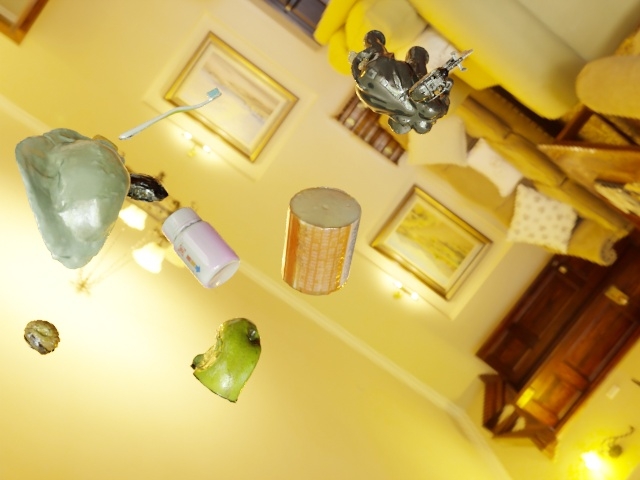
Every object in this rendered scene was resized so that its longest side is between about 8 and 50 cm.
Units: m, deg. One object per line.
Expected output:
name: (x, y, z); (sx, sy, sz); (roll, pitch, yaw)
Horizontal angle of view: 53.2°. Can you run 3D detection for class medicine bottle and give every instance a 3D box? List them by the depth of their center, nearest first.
medicine bottle: (-0.389, 0.021, 2.072); (0.254, 0.152, 0.152); (47, -171, 18)

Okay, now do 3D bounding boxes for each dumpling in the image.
dumpling: (-0.527, -0.120, 1.428); (0.320, 0.212, 0.269); (-133, 29, -56)

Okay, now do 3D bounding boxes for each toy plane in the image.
toy plane: (0.265, -0.371, 1.438); (0.053, 0.197, 0.078); (51, -178, -21)

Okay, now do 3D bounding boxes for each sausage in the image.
sausage: (0.000, 0.000, 2.021); (0.233, 0.287, 0.233); (5, -139, -4)

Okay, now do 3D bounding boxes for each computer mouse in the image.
computer mouse: (-0.694, -0.213, 2.442); (0.242, 0.077, 0.146); (14, -159, -1)

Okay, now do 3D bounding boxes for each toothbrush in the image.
toothbrush: (-0.338, -0.285, 1.455); (0.026, 0.263, 0.022); (58, 158, -2)

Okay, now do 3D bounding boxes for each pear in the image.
pear: (-0.312, 0.397, 2.220); (0.164, 0.255, 0.238); (35, -179, -24)

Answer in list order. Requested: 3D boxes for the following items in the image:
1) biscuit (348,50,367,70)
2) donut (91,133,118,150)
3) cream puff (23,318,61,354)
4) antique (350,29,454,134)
biscuit: (0.154, -0.547, 2.089); (0.219, 0.055, 0.061); (59, 179, 39)
donut: (-0.613, -0.271, 1.803); (0.083, 0.037, 0.067); (23, 164, 50)
cream puff: (-0.926, 0.316, 2.121); (0.119, 0.104, 0.133); (19, 138, 48)
antique: (0.237, -0.455, 1.890); (0.323, 0.185, 0.255); (22, -138, -8)
